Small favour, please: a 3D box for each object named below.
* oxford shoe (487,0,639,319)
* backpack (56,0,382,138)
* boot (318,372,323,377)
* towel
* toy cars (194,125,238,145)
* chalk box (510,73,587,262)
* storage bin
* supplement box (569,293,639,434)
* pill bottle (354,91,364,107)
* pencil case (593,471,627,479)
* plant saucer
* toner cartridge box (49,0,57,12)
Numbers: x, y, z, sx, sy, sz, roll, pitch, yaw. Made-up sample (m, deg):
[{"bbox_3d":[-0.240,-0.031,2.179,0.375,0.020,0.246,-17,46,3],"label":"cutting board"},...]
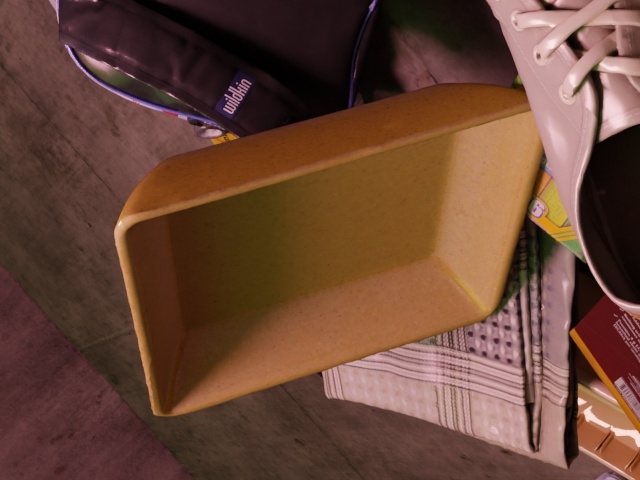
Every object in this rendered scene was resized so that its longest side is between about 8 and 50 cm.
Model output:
[{"bbox_3d":[0.189,-0.146,0.848,0.169,0.130,0.449,-20,90,26],"label":"oxford shoe"},{"bbox_3d":[-0.082,-0.221,1.084,0.263,0.277,0.213,13,-168,-6],"label":"backpack"},{"bbox_3d":[-0.025,0.095,1.782,0.207,0.094,0.246,52,162,-23],"label":"boot"},{"bbox_3d":[0.112,0.050,1.269,0.324,0.056,0.312,11,111,40],"label":"towel"},{"bbox_3d":[-0.099,-0.236,1.324,0.087,0.176,0.394,-6,122,7],"label":"toy cars"},{"bbox_3d":[0.227,-0.104,1.001,0.132,0.132,0.213,41,156,12],"label":"chalk box"},{"bbox_3d":[0.283,0.165,1.349,0.262,0.123,0.260,29,151,33],"label":"storage bin"},{"bbox_3d":[0.331,0.097,1.064,0.191,0.129,0.194,57,168,14],"label":"supplement box"},{"bbox_3d":[-0.016,-0.195,1.260,0.103,0.103,0.184,13,129,52],"label":"pill bottle"},{"bbox_3d":[0.418,0.375,1.475,0.273,0.113,0.124,28,142,35],"label":"pencil case"},{"bbox_3d":[0.000,0.000,1.050,0.333,0.332,0.081,92,158,-58],"label":"plant saucer"},{"bbox_3d":[-0.296,-0.355,1.539,0.165,0.075,0.348,12,139,54],"label":"toner cartridge box"}]
